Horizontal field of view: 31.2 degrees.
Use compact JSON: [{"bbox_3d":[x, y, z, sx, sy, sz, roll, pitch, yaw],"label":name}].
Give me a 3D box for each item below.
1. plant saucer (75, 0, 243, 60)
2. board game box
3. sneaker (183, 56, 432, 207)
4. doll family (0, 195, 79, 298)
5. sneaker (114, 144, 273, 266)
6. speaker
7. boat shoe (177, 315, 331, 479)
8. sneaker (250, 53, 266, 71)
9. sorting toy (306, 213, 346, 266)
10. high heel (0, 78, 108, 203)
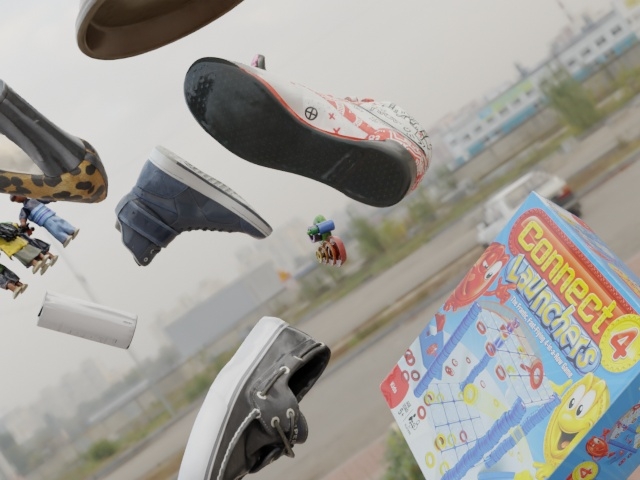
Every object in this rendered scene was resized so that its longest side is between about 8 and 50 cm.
[{"bbox_3d":[-0.145,-0.286,1.228,0.278,0.041,0.278,-31,-5,-3],"label":"plant saucer"},{"bbox_3d":[0.225,0.148,1.221,0.302,0.086,0.308,-54,30,16],"label":"board game box"},{"bbox_3d":[-0.007,-0.125,1.237,0.145,0.270,0.090,-39,-27,-64],"label":"sneaker"},{"bbox_3d":[-0.425,-0.005,1.611,0.076,0.111,0.193,-55,-1,27],"label":"doll family"},{"bbox_3d":[-0.194,-0.019,1.678,0.163,0.226,0.086,-56,29,5],"label":"sneaker"},{"bbox_3d":[-0.336,0.114,1.643,0.055,0.136,0.055,-163,90,-75],"label":"speaker"},{"bbox_3d":[-0.044,0.137,0.890,0.228,0.076,0.080,-56,-19,-64],"label":"boat shoe"},{"bbox_3d":[-0.075,-0.209,1.646,0.057,0.119,0.047,-3,0,-8],"label":"sneaker"},{"bbox_3d":[0.000,0.000,1.684,0.042,0.102,0.061,-19,-50,-19],"label":"sorting toy"},{"bbox_3d":[-0.359,-0.067,1.196,0.261,0.186,0.093,-14,53,28],"label":"high heel"}]
